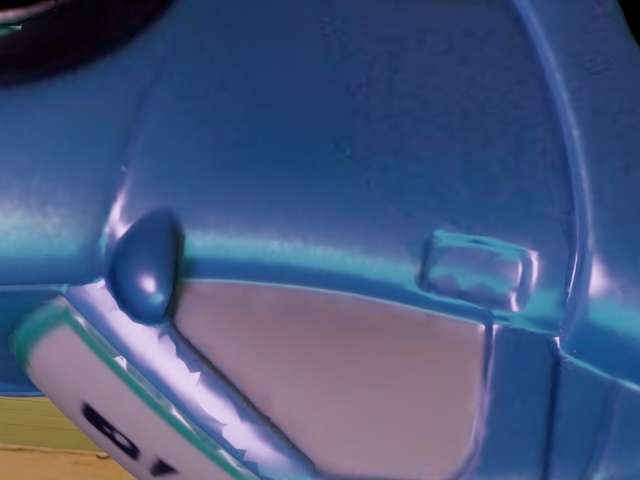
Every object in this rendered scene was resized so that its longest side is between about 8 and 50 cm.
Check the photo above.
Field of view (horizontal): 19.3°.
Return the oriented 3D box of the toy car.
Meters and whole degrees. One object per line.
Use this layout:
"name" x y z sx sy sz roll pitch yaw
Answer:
"toy car" 0.000 0.000 0.411 0.314 0.166 0.198 6 165 -4
